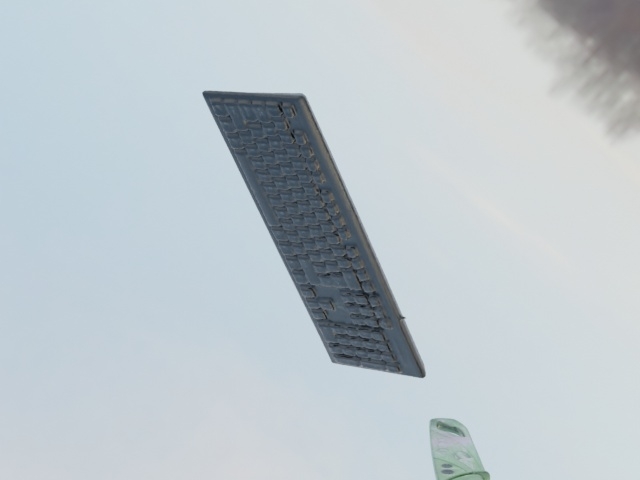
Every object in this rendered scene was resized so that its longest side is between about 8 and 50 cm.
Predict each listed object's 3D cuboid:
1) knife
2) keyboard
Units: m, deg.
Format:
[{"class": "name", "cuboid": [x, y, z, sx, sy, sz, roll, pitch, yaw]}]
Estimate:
[{"class": "knife", "cuboid": [0.073, 0.127, 0.873, 0.030, 0.014, 0.207, -3, -166, -2]}, {"class": "keyboard", "cuboid": [0.000, 0.000, 0.915, 0.067, 0.011, 0.202, 5, 136, 33]}]
